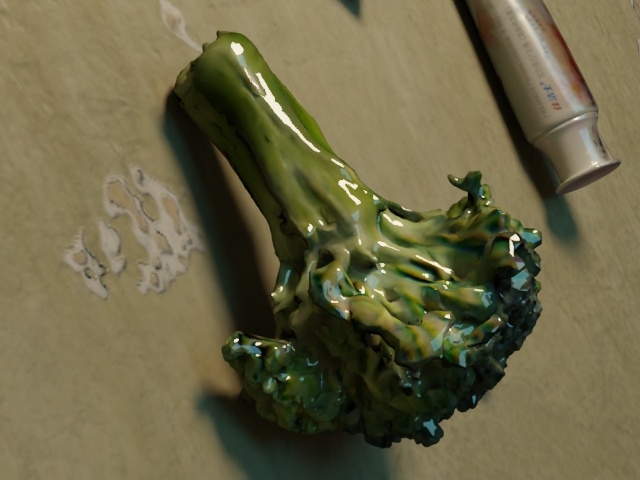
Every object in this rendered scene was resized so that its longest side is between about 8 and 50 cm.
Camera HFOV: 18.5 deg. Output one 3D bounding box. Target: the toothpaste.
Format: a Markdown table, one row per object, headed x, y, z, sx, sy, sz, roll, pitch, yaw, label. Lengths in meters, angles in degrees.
| x | y | z | sx | sy | sz | roll | pitch | yaw | label |
| --- | --- | --- | --- | --- | --- | --- | --- | --- | --- |
| 0.155 | -0.195 | 1.635 | 0.100 | 0.066 | 0.323 | -7 | 70 | -57 | toothpaste |

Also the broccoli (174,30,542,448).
| x | y | z | sx | sy | sz | roll | pitch | yaw | label |
| --- | --- | --- | --- | --- | --- | --- | --- | --- | --- |
| -0.007 | 0.017 | 1.212 | 0.275 | 0.177 | 0.198 | 33 | 72 | 1 | broccoli |
